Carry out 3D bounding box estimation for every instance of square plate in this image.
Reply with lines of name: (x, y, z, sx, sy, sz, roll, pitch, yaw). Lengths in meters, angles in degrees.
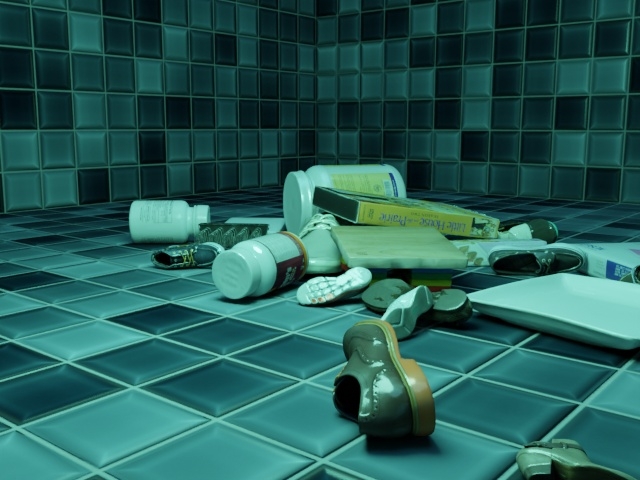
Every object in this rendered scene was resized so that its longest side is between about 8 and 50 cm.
square plate: (0.499, 0.126, 1.273, 0.344, 0.049, 0.347, -7, 12, -38)

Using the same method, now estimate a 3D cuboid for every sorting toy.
sorting toy: (0.166, 0.043, 1.563, 0.257, 0.089, 0.255, 0, 16, -8)

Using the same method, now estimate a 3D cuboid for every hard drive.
hard drive: (-0.224, -0.035, 2.258, 0.203, 0.040, 0.307, 1, 9, 3)

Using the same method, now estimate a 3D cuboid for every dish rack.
dish rack: (-0.256, 0.004, 1.930, 0.208, 0.074, 0.271, 0, 10, 2)

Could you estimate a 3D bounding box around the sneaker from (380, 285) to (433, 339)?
sneaker: (0.138, 0.133, 1.210, 0.061, 0.054, 0.152, -24, 7, 44)

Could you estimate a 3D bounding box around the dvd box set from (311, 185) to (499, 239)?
dvd box set: (0.225, -0.077, 1.885, 0.420, 0.062, 0.307, 6, 9, -23)

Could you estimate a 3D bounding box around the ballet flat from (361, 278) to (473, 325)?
ballet flat: (0.180, 0.121, 1.309, 0.250, 0.058, 0.084, 2, 45, 45)

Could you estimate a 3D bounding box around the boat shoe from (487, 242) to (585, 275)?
boat shoe: (0.517, 0.052, 1.661, 0.228, 0.080, 0.076, 5, 27, 9)

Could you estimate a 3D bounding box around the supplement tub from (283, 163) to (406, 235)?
supplement tub: (0.071, -0.112, 2.123, 0.331, 0.241, 0.241, -3, 10, -18)

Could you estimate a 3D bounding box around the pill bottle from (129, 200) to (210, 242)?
pill bottle: (-0.455, -0.057, 2.112, 0.229, 0.131, 0.131, 0, 9, -3)

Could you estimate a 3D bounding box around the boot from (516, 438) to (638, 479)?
boot: (0.257, 0.226, 0.695, 0.118, 0.042, 0.087, 4, 8, 20)

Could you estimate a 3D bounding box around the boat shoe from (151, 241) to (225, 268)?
boat shoe: (-0.332, 0.044, 1.734, 0.183, 0.065, 0.083, -3, 8, 27)

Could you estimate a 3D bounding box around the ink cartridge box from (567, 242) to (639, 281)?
ink cartridge box: (0.811, 0.057, 1.641, 0.330, 0.071, 0.324, -3, 9, -9)

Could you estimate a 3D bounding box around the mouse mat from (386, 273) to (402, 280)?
mouse mat: (0.174, 0.094, 1.596, 0.189, 0.007, 0.152, -3, 10, -21)

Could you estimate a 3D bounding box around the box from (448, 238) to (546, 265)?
box: (0.419, 0.031, 1.802, 0.324, 0.063, 0.067, 0, 9, -3)

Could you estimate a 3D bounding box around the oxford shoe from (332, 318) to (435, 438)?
oxford shoe: (0.057, 0.168, 0.891, 0.098, 0.097, 0.271, -8, 11, -10)

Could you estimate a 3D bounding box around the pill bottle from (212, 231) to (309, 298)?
pill bottle: (-0.126, 0.053, 1.484, 0.121, 0.121, 0.221, 5, 11, 28)

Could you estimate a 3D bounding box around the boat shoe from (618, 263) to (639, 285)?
boat shoe: (0.662, 0.069, 1.391, 0.066, 0.066, 0.183, 13, -24, -23)

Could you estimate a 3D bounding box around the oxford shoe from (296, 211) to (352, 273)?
oxford shoe: (0.000, 0.000, 1.797, 0.169, 0.130, 0.449, 5, 12, 9)

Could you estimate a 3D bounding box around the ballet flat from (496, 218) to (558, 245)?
ballet flat: (0.575, -0.008, 1.997, 0.096, 0.095, 0.280, -12, 1, -10)

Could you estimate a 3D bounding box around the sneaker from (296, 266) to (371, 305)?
sneaker: (0.031, 0.107, 1.410, 0.158, 0.065, 0.061, -15, 55, -2)
